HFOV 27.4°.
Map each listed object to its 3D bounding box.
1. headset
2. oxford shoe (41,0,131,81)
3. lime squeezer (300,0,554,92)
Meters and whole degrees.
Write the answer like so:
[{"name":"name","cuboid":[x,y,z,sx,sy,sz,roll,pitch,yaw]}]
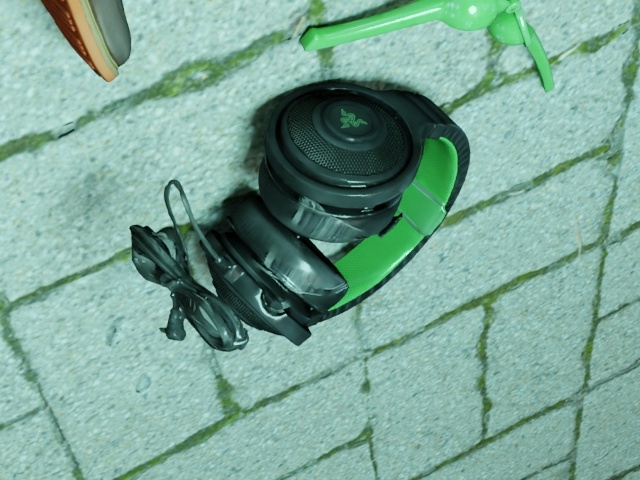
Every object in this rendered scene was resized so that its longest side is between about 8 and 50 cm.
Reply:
[{"name":"headset","cuboid":[0.000,0.000,1.114,0.394,0.185,0.243,-7,136,-50]},{"name":"oxford shoe","cuboid":[-0.145,-0.215,0.833,0.098,0.097,0.271,-30,144,-18]},{"name":"lime squeezer","cuboid":[0.136,-0.178,1.132,0.310,0.059,0.110,2,130,-42]}]
